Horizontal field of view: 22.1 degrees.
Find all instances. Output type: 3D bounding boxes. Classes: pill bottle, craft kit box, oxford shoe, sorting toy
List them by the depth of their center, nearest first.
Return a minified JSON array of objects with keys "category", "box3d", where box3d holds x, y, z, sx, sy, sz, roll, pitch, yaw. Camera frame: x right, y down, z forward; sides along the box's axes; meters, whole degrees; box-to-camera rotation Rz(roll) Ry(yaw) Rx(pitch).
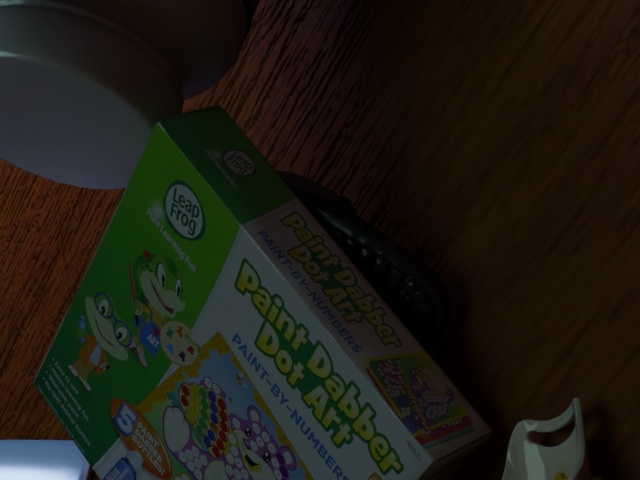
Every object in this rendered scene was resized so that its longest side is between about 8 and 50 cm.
[{"category":"sorting toy","box3d":[0.110,0.116,0.788,0.083,0.045,0.075,-35,46,53]},{"category":"craft kit box","box3d":[-0.048,0.095,0.949,0.250,0.061,0.246,50,131,21]},{"category":"oxford shoe","box3d":[0.000,0.000,0.973,0.227,0.096,0.083,27,121,39]},{"category":"pill bottle","box3d":[-0.118,-0.209,1.043,0.188,0.188,0.334,-30,39,55]}]

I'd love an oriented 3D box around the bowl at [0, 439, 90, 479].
[{"category":"bowl","box3d":[-0.298,0.278,1.239,0.311,0.163,0.311,-161,90,-81]}]
